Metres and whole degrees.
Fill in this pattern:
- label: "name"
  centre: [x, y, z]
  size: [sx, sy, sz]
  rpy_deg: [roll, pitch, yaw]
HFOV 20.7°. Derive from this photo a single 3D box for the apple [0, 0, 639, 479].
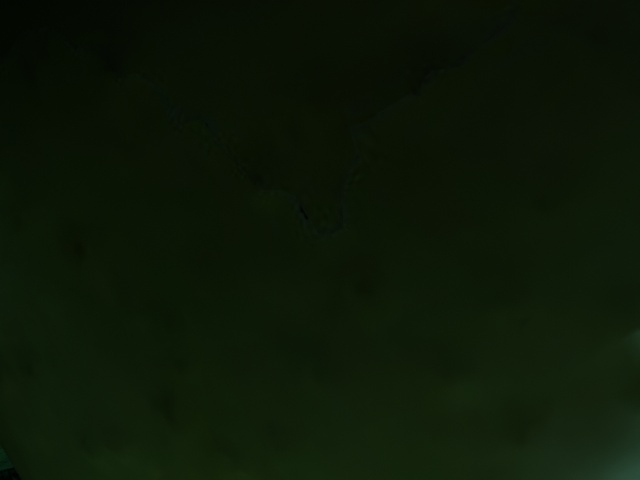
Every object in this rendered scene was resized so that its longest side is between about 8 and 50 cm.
- label: "apple"
  centre: [0.090, -0.079, 0.550]
  size: [0.474, 0.473, 0.473]
  rpy_deg: [-18, 170, -3]
